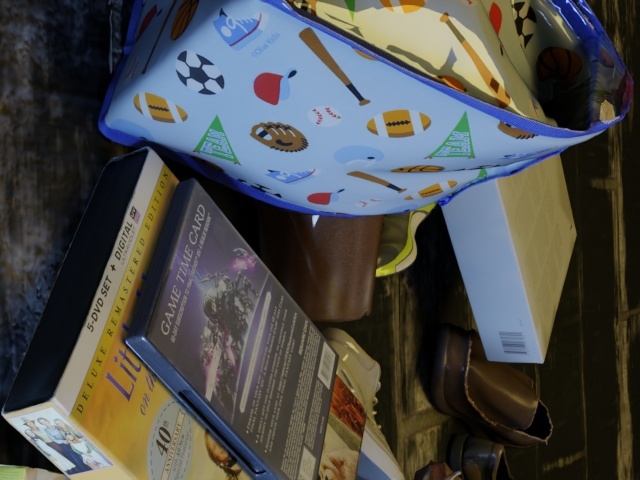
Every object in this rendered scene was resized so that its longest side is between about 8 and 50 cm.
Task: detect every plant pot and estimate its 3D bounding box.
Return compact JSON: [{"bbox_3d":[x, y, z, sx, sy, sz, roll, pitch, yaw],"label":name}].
[{"bbox_3d":[0.000,0.000,1.448,0.167,0.167,0.165,-17,111,-63],"label":"plant pot"}]

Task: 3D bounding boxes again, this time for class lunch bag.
[{"bbox_3d":[0.046,-0.165,1.199,0.385,0.328,0.239,25,64,-24],"label":"lunch bag"}]

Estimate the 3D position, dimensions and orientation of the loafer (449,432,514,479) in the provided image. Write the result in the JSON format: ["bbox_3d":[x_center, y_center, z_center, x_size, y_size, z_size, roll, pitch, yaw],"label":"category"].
[{"bbox_3d":[0.281,0.404,2.059,0.267,0.084,0.096,60,38,-44],"label":"loafer"}]

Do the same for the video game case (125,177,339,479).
[{"bbox_3d":[-0.071,0.102,1.202,0.274,0.026,0.196,52,34,-34],"label":"video game case"}]

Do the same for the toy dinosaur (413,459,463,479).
[{"bbox_3d":[0.155,0.354,1.680,0.200,0.127,0.296,59,6,-21],"label":"toy dinosaur"}]

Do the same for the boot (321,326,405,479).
[{"bbox_3d":[0.054,0.217,1.598,0.258,0.095,0.123,58,46,-44],"label":"boot"}]

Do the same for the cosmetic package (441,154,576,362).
[{"bbox_3d":[0.275,-0.053,1.858,0.284,0.097,0.377,-63,144,-42],"label":"cosmetic package"}]

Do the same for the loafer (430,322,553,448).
[{"bbox_3d":[0.276,0.227,2.008,0.366,0.130,0.134,44,50,-54],"label":"loafer"}]

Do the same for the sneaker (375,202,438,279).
[{"bbox_3d":[0.070,-0.046,1.663,0.121,0.111,0.300,63,29,-24],"label":"sneaker"}]

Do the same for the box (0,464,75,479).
[{"bbox_3d":[-0.248,0.300,1.029,0.087,0.058,0.232,28,64,-60],"label":"box"}]

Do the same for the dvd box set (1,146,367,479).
[{"bbox_3d":[-0.099,0.160,1.210,0.420,0.062,0.308,53,33,-33],"label":"dvd box set"}]
